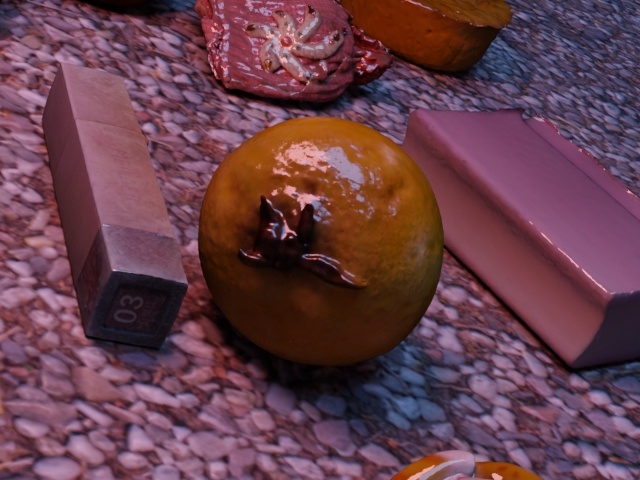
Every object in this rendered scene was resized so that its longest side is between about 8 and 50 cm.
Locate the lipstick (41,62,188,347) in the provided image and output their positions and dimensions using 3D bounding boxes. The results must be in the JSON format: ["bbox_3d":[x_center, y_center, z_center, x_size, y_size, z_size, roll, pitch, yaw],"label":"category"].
[{"bbox_3d":[-0.206,-0.046,1.354,0.076,0.080,0.371,11,30,-25],"label":"lipstick"}]

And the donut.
[{"bbox_3d":[0.153,-0.360,2.179,0.277,0.108,0.278,20,28,-11],"label":"donut"}]

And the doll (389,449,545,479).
[{"bbox_3d":[0.095,0.249,1.019,0.166,0.162,0.269,6,21,33],"label":"doll"}]

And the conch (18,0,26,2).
[{"bbox_3d":[-0.419,-0.357,1.605,0.240,0.186,0.313,40,21,-3],"label":"conch"}]

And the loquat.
[{"bbox_3d":[0.000,0.000,1.297,0.243,0.244,0.244,21,28,-11],"label":"loquat"}]

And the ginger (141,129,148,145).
[{"bbox_3d":[-0.201,-0.098,1.498,0.030,0.048,0.097,-29,17,-14],"label":"ginger"}]

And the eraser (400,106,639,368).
[{"bbox_3d":[0.280,-0.013,1.681,0.272,0.122,0.359,-6,40,-43],"label":"eraser"}]

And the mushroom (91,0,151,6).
[{"bbox_3d":[-0.273,-0.422,1.848,0.267,0.267,0.254,36,-7,17],"label":"mushroom"}]

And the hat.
[{"bbox_3d":[-0.025,-0.269,1.861,0.286,0.107,0.237,12,54,-29],"label":"hat"}]
